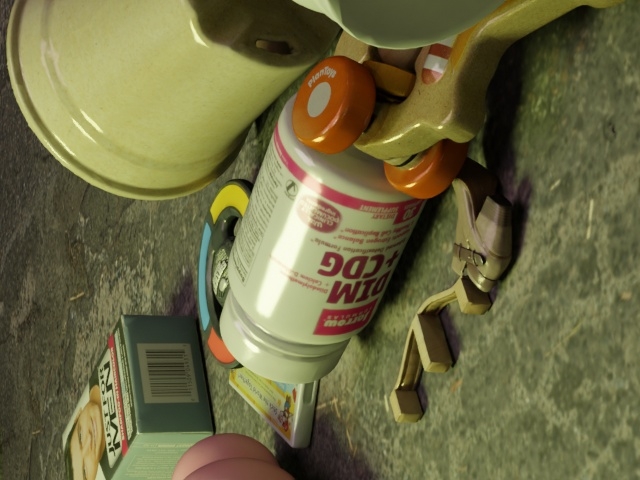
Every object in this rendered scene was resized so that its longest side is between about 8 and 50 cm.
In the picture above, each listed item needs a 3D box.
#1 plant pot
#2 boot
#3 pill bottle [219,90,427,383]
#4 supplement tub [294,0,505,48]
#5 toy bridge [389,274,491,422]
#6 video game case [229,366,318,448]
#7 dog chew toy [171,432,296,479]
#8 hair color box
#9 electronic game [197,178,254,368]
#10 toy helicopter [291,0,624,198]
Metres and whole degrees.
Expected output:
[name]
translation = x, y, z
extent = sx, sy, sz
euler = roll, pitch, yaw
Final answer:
[plant pot]
translation = -0.143, -0.248, 1.703
extent = 0.305, 0.333, 0.334
euler = -26, 63, 51
[boot]
translation = 0.133, -0.014, 1.320
extent = 0.118, 0.042, 0.087
euler = -121, 38, -53
[pill bottle]
translation = 0.000, 0.000, 1.478
extent = 0.160, 0.160, 0.283
euler = -110, 31, -43
[supplement tub]
translation = 0.012, -0.322, 1.139
extent = 0.331, 0.241, 0.241
euler = 54, 137, 37
[toy bridge]
translation = 0.104, 0.095, 1.394
extent = 0.188, 0.026, 0.063
euler = 116, 150, -43
[video game case]
translation = -0.050, 0.108, 1.757
extent = 0.227, 0.026, 0.206
euler = -147, 63, -63
[dog chew toy]
translation = -0.086, 0.333, 1.615
extent = 0.332, 0.206, 0.207
euler = -112, 32, -59
[hair color box]
translation = -0.271, 0.278, 2.144
extent = 0.374, 0.113, 0.185
euler = 122, 143, -50
[electronic game]
translation = -0.104, 0.040, 1.795
extent = 0.229, 0.048, 0.229
euler = -177, 90, -66
[toy helicopter]
translation = 0.134, -0.197, 1.235
extent = 0.355, 0.140, 0.235
euler = -23, 53, 46
